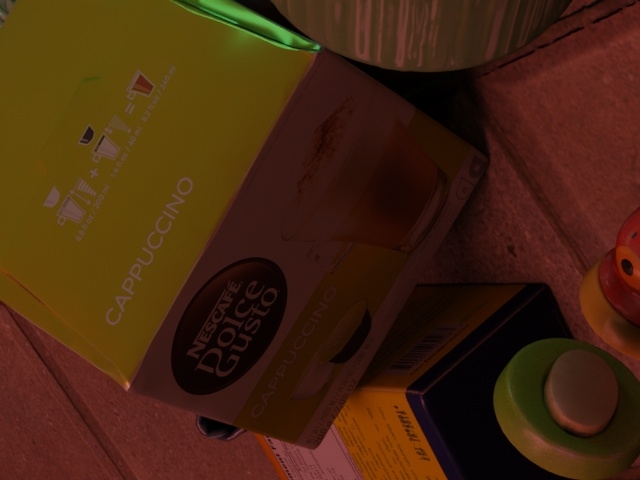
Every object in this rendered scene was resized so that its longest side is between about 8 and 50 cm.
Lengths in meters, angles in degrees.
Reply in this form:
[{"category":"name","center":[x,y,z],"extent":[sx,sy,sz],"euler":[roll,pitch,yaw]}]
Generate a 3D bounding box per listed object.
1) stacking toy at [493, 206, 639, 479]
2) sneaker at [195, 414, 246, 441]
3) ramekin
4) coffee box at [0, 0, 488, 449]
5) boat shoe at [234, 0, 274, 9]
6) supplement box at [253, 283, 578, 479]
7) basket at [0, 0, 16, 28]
[{"category":"stacking toy","center":[0.312,0.111,1.577],"extent":[0.309,0.279,0.130],"euler":[42,138,21]},{"category":"sneaker","center":[-0.121,0.194,2.419],"extent":[0.104,0.125,0.262],"euler":[54,151,-3]},{"category":"ramekin","center":[0.077,-0.274,1.462],"extent":[0.303,0.303,0.148],"euler":[41,156,20]},{"category":"coffee box","center":[-0.119,-0.047,1.811],"extent":[0.338,0.338,0.334],"euler":[31,-178,33]},{"category":"boat shoe","center":[-0.130,-0.351,1.870],"extent":[0.335,0.121,0.119],"euler":[57,161,13]},{"category":"supplement box","center":[0.100,0.177,2.017],"extent":[0.356,0.195,0.194],"euler":[-3,120,55]},{"category":"basket","center":[-0.472,-0.207,2.342],"extent":[0.328,0.266,0.331],"euler":[43,148,17]}]
